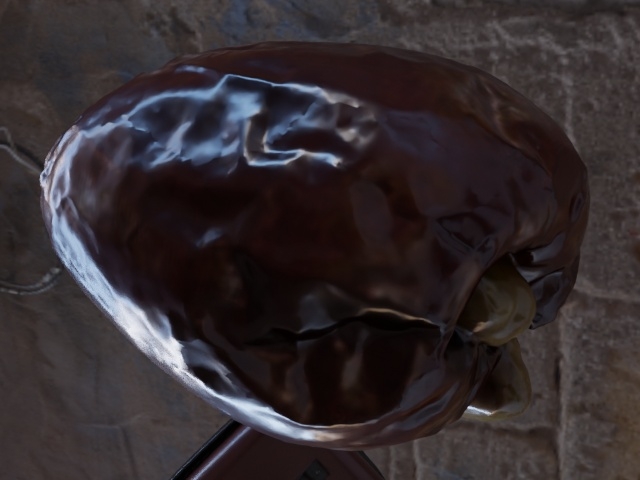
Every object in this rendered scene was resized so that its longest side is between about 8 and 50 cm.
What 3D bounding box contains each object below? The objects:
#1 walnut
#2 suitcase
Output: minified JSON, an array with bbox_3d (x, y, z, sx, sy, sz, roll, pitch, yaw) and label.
[{"bbox_3d":[0.000,0.000,0.459,0.221,0.269,0.244,-56,-28,-15],"label":"walnut"},{"bbox_3d":[-0.075,0.353,1.051,0.297,0.236,0.161,-44,-1,-11],"label":"suitcase"}]
